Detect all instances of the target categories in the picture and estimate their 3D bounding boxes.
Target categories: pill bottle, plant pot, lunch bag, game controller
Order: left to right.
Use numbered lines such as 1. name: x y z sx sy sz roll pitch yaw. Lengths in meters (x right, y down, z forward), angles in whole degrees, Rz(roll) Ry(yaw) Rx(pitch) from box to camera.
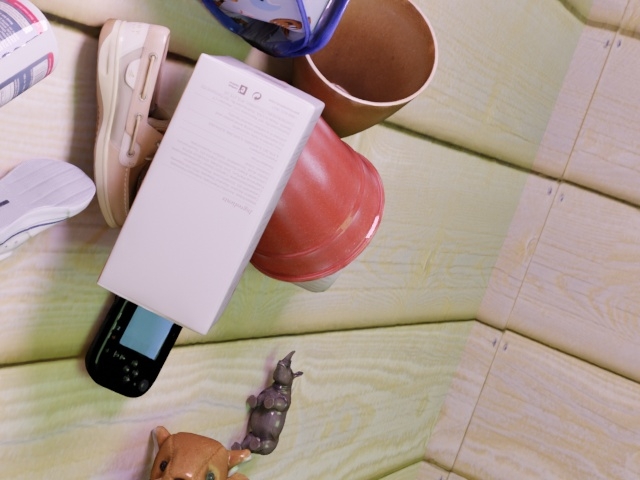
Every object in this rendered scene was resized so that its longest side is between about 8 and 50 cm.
1. pill bottle: -0.390 -0.192 1.265 0.180 0.108 0.108 -46 148 -40
2. game controller: -0.264 0.096 1.827 0.319 0.067 0.166 -64 156 -9
3. plant pot: -0.063 -0.110 1.858 0.272 0.272 0.265 -60 147 -16
4. lunch bag: -0.032 -0.463 1.638 0.385 0.239 0.328 67 47 -79
5. plant pot: 0.047 -0.281 1.953 0.237 0.237 0.254 -55 -179 -26

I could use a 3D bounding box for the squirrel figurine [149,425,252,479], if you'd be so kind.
1. squirrel figurine: -0.251 0.519 2.062 0.397 0.281 0.370 -4 105 -79

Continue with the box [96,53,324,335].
1. box: -0.147 -0.071 1.596 0.345 0.168 0.215 -64 180 9

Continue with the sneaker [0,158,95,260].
1. sneaker: -0.392 -0.034 1.448 0.091 0.094 0.258 -48 171 31

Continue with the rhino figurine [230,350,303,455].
1. rhino figurine: -0.101 0.341 2.370 0.106 0.073 0.243 21 90 -62

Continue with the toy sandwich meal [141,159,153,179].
1. toy sandwich meal: -0.260 -0.129 1.683 0.085 0.029 0.085 -46 148 -40

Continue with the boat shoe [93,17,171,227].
1. boat shoe: -0.252 -0.152 1.559 0.109 0.098 0.302 -86 -178 -64

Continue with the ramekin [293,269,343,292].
1. ramekin: 0.000 0.000 2.126 0.207 0.109 0.207 -58 -173 12
